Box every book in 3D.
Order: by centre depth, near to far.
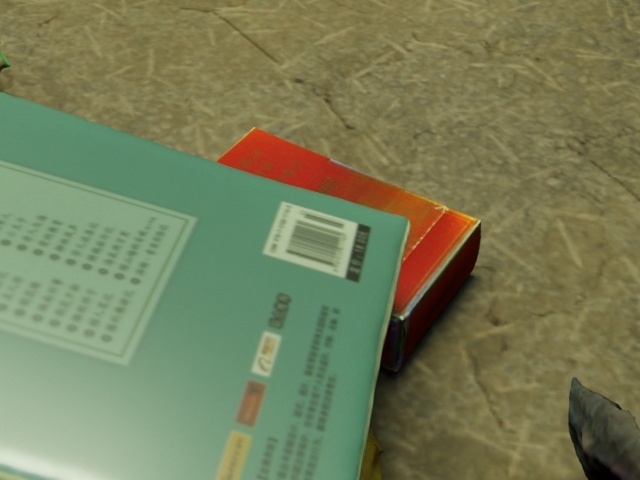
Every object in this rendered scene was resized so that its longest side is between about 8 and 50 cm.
[{"bbox_3d":[-0.153,0.006,0.511,0.379,0.031,0.264,17,33,1],"label":"book"}]

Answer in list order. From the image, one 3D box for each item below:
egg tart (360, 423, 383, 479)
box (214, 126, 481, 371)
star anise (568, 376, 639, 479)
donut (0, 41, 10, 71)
[{"bbox_3d":[-0.099,0.093,0.562,0.288,0.118,0.288,3,39,-2],"label":"egg tart"},{"bbox_3d":[0.000,0.001,0.709,0.175,0.048,0.112,25,45,21],"label":"box"},{"bbox_3d":[0.153,0.165,0.501,0.212,0.129,0.283,26,38,13],"label":"star anise"},{"bbox_3d":[-0.352,-0.154,0.791,0.233,0.085,0.199,-12,32,-32],"label":"donut"}]
